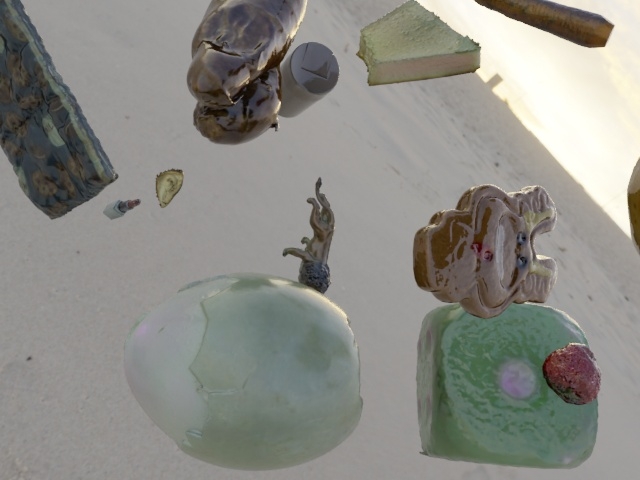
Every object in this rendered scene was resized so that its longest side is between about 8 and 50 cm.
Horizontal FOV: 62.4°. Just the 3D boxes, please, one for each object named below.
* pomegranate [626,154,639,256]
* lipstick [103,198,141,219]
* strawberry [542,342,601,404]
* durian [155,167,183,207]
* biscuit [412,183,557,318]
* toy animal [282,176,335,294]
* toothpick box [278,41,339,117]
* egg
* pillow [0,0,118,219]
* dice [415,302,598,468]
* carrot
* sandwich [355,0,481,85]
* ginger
[{"bbox_3d":[0.467,-0.053,0.470,0.332,0.332,0.332,44,19,-19],"label":"pomegranate"},{"bbox_3d":[-0.366,-0.063,0.986,0.025,0.107,0.025,46,51,-33],"label":"lipstick"},{"bbox_3d":[0.436,0.228,0.910,0.106,0.106,0.106,44,19,-19],"label":"strawberry"},{"bbox_3d":[-0.361,-0.132,1.270,0.066,0.130,0.052,47,34,1],"label":"durian"},{"bbox_3d":[0.240,0.015,0.719,0.295,0.044,0.185,-10,95,-37],"label":"biscuit"},{"bbox_3d":[-0.016,-0.004,0.941,0.069,0.086,0.219,8,85,-65],"label":"toy animal"},{"bbox_3d":[-0.043,-0.338,1.134,0.111,0.111,0.181,45,-19,-14],"label":"toothpick box"},{"bbox_3d":[-0.112,0.185,0.770,0.336,0.278,0.278,6,33,-14],"label":"egg"},{"bbox_3d":[-0.363,-0.156,0.654,0.034,0.189,0.255,-44,111,-49],"label":"pillow"},{"bbox_3d":[0.382,0.317,1.158,0.330,0.319,0.322,85,9,-69],"label":"dice"},{"bbox_3d":[0.439,-0.469,1.090,0.314,0.066,0.066,29,10,21],"label":"carrot"},{"bbox_3d":[0.149,-0.316,0.899,0.193,0.162,0.058,52,-7,35],"label":"sandwich"},{"bbox_3d":[-0.136,-0.355,1.010,0.254,0.176,0.418,90,12,-61],"label":"ginger"}]
